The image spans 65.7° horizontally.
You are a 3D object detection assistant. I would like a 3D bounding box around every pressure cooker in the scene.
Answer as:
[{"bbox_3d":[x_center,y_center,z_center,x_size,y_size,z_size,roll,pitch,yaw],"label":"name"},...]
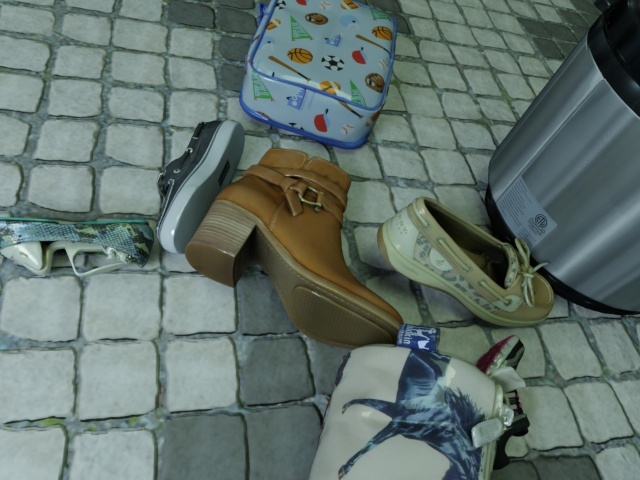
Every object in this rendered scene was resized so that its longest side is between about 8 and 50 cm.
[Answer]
[{"bbox_3d":[0.477,-0.132,0.669,0.370,0.420,0.375,31,51,6],"label":"pressure cooker"}]

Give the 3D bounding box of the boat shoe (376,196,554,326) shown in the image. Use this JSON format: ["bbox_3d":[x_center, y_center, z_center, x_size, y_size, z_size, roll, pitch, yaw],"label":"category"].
[{"bbox_3d":[0.212,0.033,0.647,0.285,0.089,0.104,21,46,-22],"label":"boat shoe"}]

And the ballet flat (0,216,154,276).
[{"bbox_3d":[-0.282,0.008,0.545,0.188,0.070,0.070,-1,56,-15],"label":"ballet flat"}]

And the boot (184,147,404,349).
[{"bbox_3d":[0.000,0.000,0.630,0.283,0.109,0.220,23,47,8],"label":"boot"}]

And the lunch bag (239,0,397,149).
[{"bbox_3d":[-0.003,-0.303,0.828,0.243,0.115,0.303,16,53,-4],"label":"lunch bag"}]

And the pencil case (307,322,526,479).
[{"bbox_3d":[0.058,0.276,0.387,0.160,0.183,0.410,42,45,-27],"label":"pencil case"}]

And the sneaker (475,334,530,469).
[{"bbox_3d":[0.209,0.190,0.578,0.075,0.063,0.170,34,57,7],"label":"sneaker"}]

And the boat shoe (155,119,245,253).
[{"bbox_3d":[-0.168,-0.080,0.639,0.076,0.080,0.228,9,55,10],"label":"boat shoe"}]
